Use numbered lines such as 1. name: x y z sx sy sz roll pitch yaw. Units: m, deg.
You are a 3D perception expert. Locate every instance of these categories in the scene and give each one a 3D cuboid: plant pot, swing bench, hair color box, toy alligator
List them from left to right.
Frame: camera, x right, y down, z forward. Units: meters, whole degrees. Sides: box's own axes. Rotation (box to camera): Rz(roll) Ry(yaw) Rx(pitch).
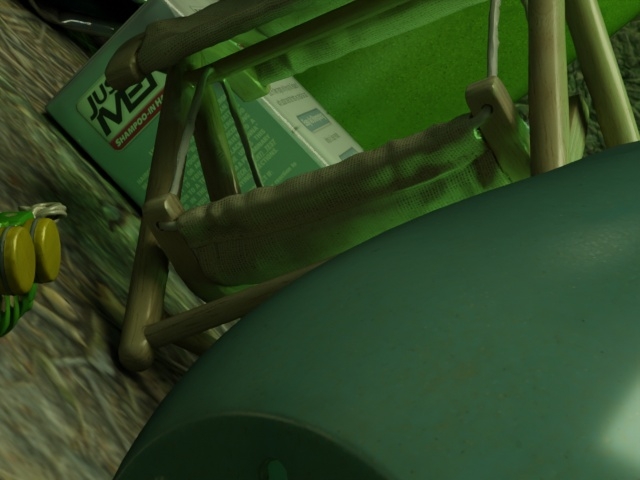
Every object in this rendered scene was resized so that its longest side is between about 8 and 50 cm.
1. toy alligator: -0.142 0.016 0.785 0.189 0.056 0.051 -38 126 -81
2. hair color box: 0.000 0.000 1.221 0.374 0.113 0.185 46 10 0
3. plant pot: 0.031 -0.207 1.465 0.366 0.353 0.366 44 10 -10
4. swing bench: 0.031 -0.060 0.955 0.165 0.253 0.255 34 42 -51
5. plant pot: 0.066 0.122 0.576 0.235 0.293 0.293 -11 53 -46

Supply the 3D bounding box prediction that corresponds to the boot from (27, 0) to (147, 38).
1. boot: -0.224 -0.243 1.338 0.258 0.095 0.123 24 37 -32
